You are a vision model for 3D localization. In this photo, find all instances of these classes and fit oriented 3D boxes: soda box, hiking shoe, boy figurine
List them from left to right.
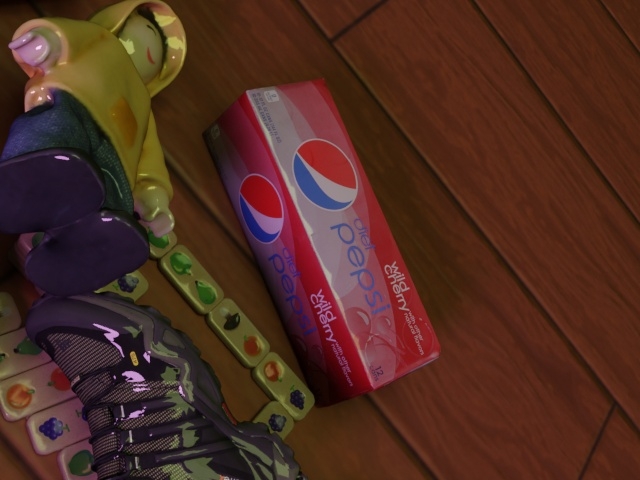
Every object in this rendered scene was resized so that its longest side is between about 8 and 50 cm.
[{"bbox_3d":[-0.150,-0.083,0.606,0.285,0.092,0.177,-88,154,-54],"label":"boy figurine"},{"bbox_3d":[-0.112,0.127,0.539,0.227,0.086,0.114,42,48,-2],"label":"hiking shoe"},{"bbox_3d":[0.000,0.000,0.727,0.092,0.083,0.263,-18,81,-39],"label":"soda box"}]

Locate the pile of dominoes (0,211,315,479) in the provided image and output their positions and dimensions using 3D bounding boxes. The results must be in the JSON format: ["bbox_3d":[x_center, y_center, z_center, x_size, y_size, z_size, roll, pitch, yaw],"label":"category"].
[{"bbox_3d":[-0.127,0.087,0.625,0.251,0.040,0.196,50,50,-7],"label":"pile of dominoes"}]
